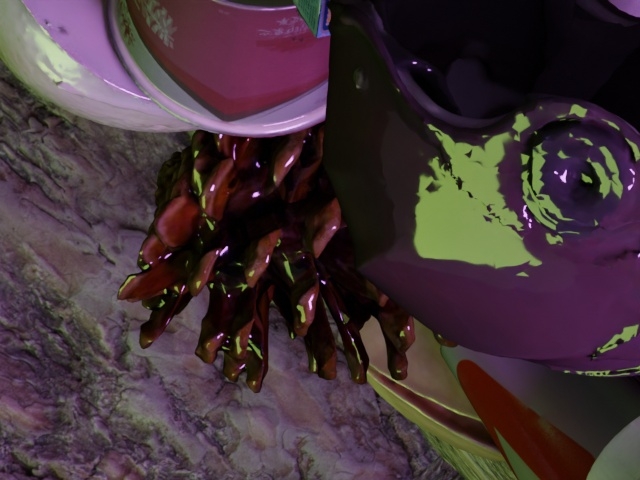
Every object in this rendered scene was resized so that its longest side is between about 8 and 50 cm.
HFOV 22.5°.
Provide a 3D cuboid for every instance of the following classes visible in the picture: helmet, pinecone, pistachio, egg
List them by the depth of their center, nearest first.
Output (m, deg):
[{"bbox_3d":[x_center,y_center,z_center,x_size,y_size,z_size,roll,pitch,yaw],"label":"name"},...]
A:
[{"bbox_3d":[0.132,-0.024,0.786,0.305,0.225,0.177,26,120,30],"label":"helmet"},{"bbox_3d":[-0.184,-0.223,1.447,0.337,0.337,0.201,50,138,-2],"label":"egg"},{"bbox_3d":[0.000,0.000,1.645,0.384,0.384,0.384,49,173,8],"label":"pinecone"},{"bbox_3d":[0.164,0.153,1.977,0.318,0.213,0.194,39,130,36],"label":"pistachio"}]

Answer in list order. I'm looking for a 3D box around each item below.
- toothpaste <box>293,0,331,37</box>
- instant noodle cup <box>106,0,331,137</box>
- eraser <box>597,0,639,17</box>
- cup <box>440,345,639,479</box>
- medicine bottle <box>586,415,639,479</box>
[{"bbox_3d":[0.029,-0.220,1.028,0.193,0.070,0.044,98,150,-47],"label":"toothpaste"},{"bbox_3d":[-0.051,-0.220,1.250,0.235,0.234,0.178,48,163,11],"label":"instant noodle cup"},{"bbox_3d":[0.130,-0.172,0.983,0.096,0.052,0.225,56,172,-29],"label":"eraser"},{"bbox_3d":[0.257,0.186,1.660,0.288,0.203,0.203,54,176,30],"label":"cup"},{"bbox_3d":[0.340,0.265,1.191,0.256,0.256,0.325,52,-177,-19],"label":"medicine bottle"}]
